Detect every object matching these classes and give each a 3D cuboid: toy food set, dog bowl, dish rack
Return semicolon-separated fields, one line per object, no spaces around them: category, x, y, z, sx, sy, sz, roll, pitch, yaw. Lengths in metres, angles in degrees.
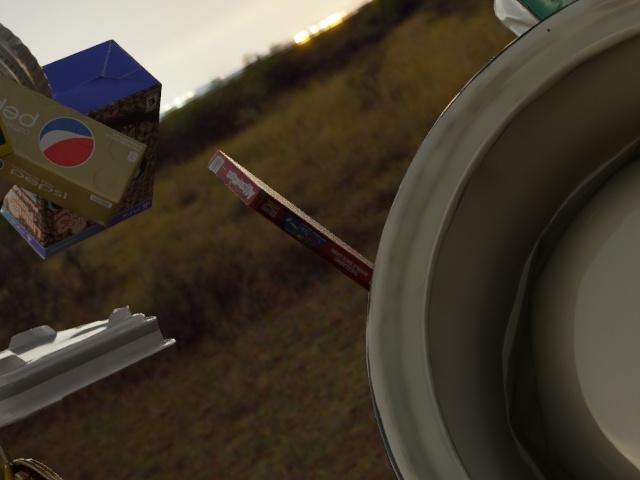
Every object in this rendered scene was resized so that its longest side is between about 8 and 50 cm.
toy food set;-0.317;0.309;1.381;0.192;0.132;0.038;23;53;31
dog bowl;0.239;0.048;0.675;0.408;0.408;0.150;-26;-30;21
dish rack;-0.377;0.164;1.493;0.286;0.072;0.333;-15;5;35

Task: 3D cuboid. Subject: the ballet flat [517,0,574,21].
ballet flat;0.177;-0.270;1.094;0.068;0.213;0.072;-41;-7;-48

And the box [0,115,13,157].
box;-0.301;-0.075;0.875;0.169;0.054;0.059;-1;22;45

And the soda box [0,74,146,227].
soda box;-0.240;-0.083;0.971;0.061;0.181;0.058;-68;10;-26

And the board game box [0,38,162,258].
board game box;-0.406;-0.152;1.981;0.232;0.141;0.291;-30;-31;-33

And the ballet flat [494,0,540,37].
ballet flat;0.294;-0.236;1.278;0.139;0.139;0.400;-30;40;-3

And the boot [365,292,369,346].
boot;0.123;0.134;1.781;0.094;0.246;0.207;-37;-25;12

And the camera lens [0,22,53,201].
camera lens;-0.437;-0.099;1.258;0.219;0.219;0.274;-23;27;39

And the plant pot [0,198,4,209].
plant pot;-0.613;-0.104;1.724;0.263;0.263;0.229;-30;-10;-7

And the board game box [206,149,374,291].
board game box;0.000;0.000;1.368;0.027;0.281;0.145;-52;31;3
